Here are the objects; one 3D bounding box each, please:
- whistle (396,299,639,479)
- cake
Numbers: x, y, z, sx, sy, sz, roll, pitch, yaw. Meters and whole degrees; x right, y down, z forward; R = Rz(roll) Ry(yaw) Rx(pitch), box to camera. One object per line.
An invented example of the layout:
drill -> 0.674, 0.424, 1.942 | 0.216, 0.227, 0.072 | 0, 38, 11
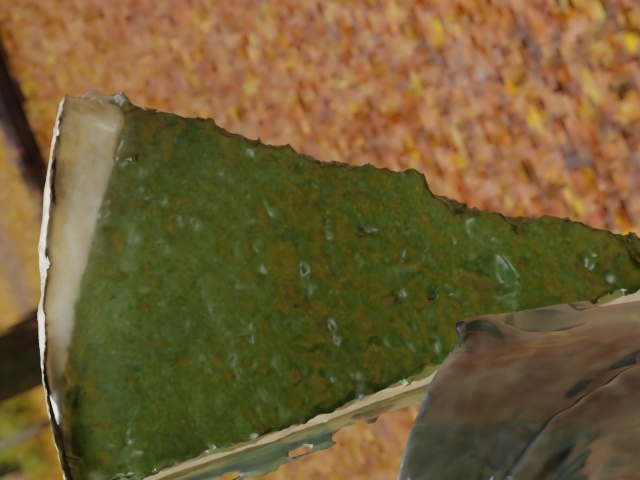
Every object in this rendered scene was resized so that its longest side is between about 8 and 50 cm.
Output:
whistle -> 0.160, 0.084, 0.624 | 0.405, 0.168, 0.188 | -44, -59, -58
cake -> 0.006, 0.000, 0.831 | 0.158, 0.284, 0.172 | 94, 157, -80
